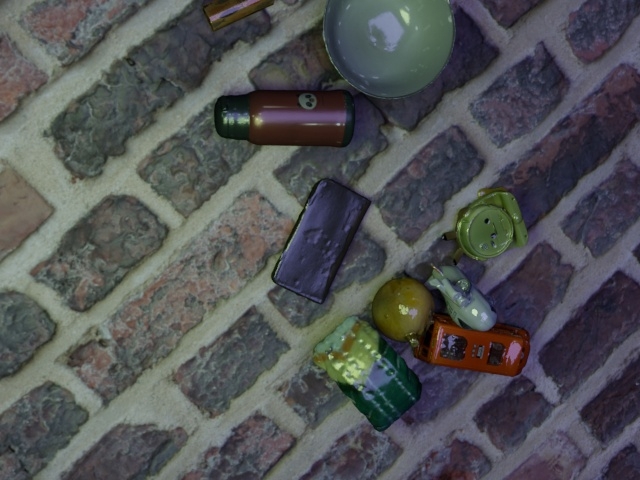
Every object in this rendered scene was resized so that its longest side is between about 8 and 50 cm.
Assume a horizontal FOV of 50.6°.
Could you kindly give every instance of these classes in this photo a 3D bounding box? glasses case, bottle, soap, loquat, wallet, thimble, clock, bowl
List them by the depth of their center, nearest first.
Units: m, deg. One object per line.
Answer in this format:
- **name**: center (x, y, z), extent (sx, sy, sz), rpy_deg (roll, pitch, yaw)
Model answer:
- **glasses case**: center (-0.201, -0.580, 1.662), extent (0.170, 0.041, 0.065), rpy_deg (-27, 100, -9)
- **bottle**: center (-0.091, -0.305, 1.663), extent (0.336, 0.144, 0.144), rpy_deg (0, 95, -12)
- **bowl**: center (0.152, -0.515, 1.692), extent (0.337, 0.157, 0.337), rpy_deg (-1, 96, -12)
- **thimble**: center (0.114, 0.328, 1.706), extent (0.167, 0.254, 0.288), rpy_deg (-42, 106, -8)
- **wallet**: center (0.000, 0.000, 1.760), extent (0.165, 0.042, 0.310), rpy_deg (26, 90, -16)
- **loquat**: center (0.220, 0.188, 1.762), extent (0.149, 0.204, 0.172), rpy_deg (20, 127, -39)
- **clock**: center (0.441, -0.021, 1.844), extent (0.232, 0.069, 0.170), rpy_deg (-26, 105, -8)
- **soap**: center (0.478, -0.130, 1.877), extent (0.089, 0.012, 0.034), rpy_deg (-6, 98, -13)

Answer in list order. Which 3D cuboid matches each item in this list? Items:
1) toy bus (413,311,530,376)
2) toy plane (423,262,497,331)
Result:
- **toy bus**: center (0.430, 0.289, 1.832), extent (0.329, 0.153, 0.143), rpy_deg (12, 92, -15)
- **toy plane**: center (0.364, 0.150, 1.766), extent (0.244, 0.245, 0.117), rpy_deg (41, 101, -13)
